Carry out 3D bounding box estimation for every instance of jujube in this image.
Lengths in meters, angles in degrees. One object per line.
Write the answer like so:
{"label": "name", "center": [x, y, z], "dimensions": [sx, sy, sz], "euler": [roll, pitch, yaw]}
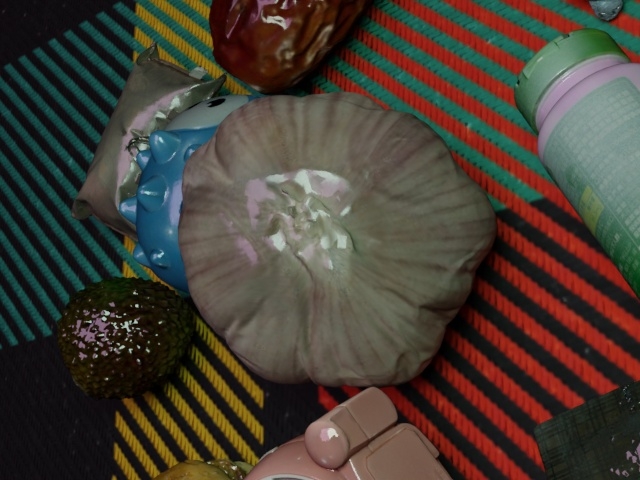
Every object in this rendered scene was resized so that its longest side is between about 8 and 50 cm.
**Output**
{"label": "jujube", "center": [-0.027, -0.292, 1.189], "dimensions": [0.174, 0.174, 0.250], "euler": [44, 109, 41]}

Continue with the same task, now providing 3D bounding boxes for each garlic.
{"label": "garlic", "center": [0.000, 0.000, 0.984], "dimensions": [0.317, 0.259, 0.317], "euler": [0, 87, 1]}

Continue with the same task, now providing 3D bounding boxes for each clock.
{"label": "clock", "center": [0.023, 0.291, 0.963], "dimensions": [0.241, 0.142, 0.227], "euler": [-44, 76, 31]}

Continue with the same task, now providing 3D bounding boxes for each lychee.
{"label": "lychee", "center": [-0.237, 0.115, 1.250], "dimensions": [0.171, 0.171, 0.171], "euler": [-15, 66, 37]}

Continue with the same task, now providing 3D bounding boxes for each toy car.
{"label": "toy car", "center": [-0.133, -0.059, 1.189], "dimensions": [0.188, 0.190, 0.255], "euler": [3, 76, 42]}

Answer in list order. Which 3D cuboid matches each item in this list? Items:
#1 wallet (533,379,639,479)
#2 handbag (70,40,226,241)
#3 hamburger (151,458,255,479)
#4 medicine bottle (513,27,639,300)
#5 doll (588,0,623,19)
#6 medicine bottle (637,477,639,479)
{"label": "wallet", "center": [0.330, 0.162, 0.810], "dimensions": [0.317, 0.044, 0.169], "euler": [-33, 55, 28]}
{"label": "handbag", "center": [-0.228, -0.122, 1.347], "dimensions": [0.182, 0.117, 0.270], "euler": [27, 93, 35]}
{"label": "hamburger", "center": [-0.130, 0.342, 1.112], "dimensions": [0.214, 0.108, 0.213], "euler": [-13, 70, 42]}
{"label": "medicine bottle", "center": [0.276, -0.060, 0.871], "dimensions": [0.133, 0.133, 0.274], "euler": [-43, 53, 22]}
{"label": "doll", "center": [0.299, -0.309, 0.981], "dimensions": [0.180, 0.075, 0.120], "euler": [-43, 92, 11]}
{"label": "medicine bottle", "center": [0.329, 0.130, 0.742], "dimensions": [0.111, 0.076, 0.309], "euler": [42, 112, 8]}
